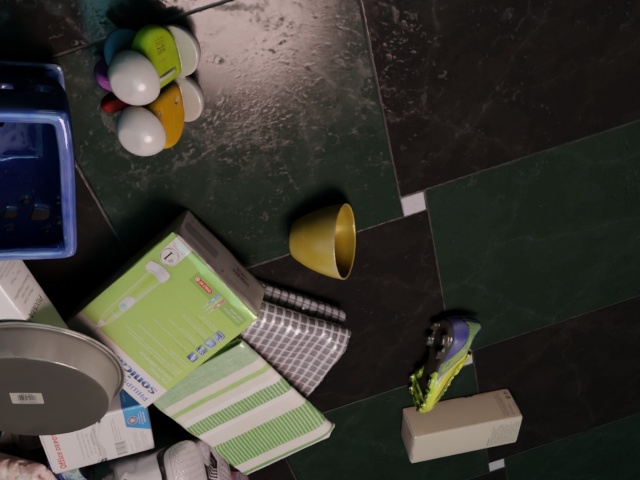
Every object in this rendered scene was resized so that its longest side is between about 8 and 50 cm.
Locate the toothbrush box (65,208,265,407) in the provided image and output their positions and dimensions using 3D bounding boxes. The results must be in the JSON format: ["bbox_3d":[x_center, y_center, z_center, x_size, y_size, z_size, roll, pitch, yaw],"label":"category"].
[{"bbox_3d":[-0.269,0.119,1.264,0.283,0.122,0.206,-40,105,15],"label":"toothbrush box"}]

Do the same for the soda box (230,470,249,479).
[{"bbox_3d":[-0.252,0.680,1.795,0.092,0.083,0.263,9,125,-23],"label":"soda box"}]

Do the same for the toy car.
[{"bbox_3d":[-0.255,-0.222,1.034,0.136,0.159,0.182,17,132,17],"label":"toy car"}]

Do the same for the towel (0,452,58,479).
[{"bbox_3d":[-0.636,0.508,1.471,0.331,0.053,0.317,4,137,18],"label":"towel"}]

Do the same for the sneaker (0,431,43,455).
[{"bbox_3d":[-0.559,0.307,1.405,0.130,0.109,0.286,-3,136,-26],"label":"sneaker"}]

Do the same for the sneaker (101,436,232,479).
[{"bbox_3d":[-0.322,0.493,1.532,0.210,0.138,0.366,-15,164,5],"label":"sneaker"}]

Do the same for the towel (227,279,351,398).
[{"bbox_3d":[-0.105,0.229,1.442,0.234,0.121,0.284,19,121,-27],"label":"towel"}]

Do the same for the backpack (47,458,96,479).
[{"bbox_3d":[-0.515,0.458,1.517,0.084,0.114,0.105,-20,132,1],"label":"backpack"}]

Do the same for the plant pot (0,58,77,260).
[{"bbox_3d":[-0.453,-0.124,0.994,0.235,0.212,0.236,-1,128,-15],"label":"plant pot"}]

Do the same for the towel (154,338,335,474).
[{"bbox_3d":[-0.151,0.334,1.429,0.247,0.038,0.325,-29,124,19],"label":"towel"}]

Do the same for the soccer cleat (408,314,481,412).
[{"bbox_3d":[0.278,0.282,1.615,0.121,0.093,0.289,-4,130,-21],"label":"soccer cleat"}]

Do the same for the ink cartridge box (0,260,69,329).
[{"bbox_3d":[-0.575,0.168,1.171,0.308,0.091,0.385,-15,121,11],"label":"ink cartridge box"}]

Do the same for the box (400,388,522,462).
[{"bbox_3d":[0.339,0.449,1.766,0.274,0.094,0.113,-7,130,-10],"label":"box"}]

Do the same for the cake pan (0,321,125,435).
[{"bbox_3d":[-0.470,0.236,1.184,0.293,0.054,0.293,-3,139,-3],"label":"cake pan"}]

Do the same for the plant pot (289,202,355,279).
[{"bbox_3d":[0.000,0.000,1.293,0.095,0.134,0.134,2,134,19],"label":"plant pot"}]

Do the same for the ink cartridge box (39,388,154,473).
[{"bbox_3d":[-0.423,0.350,1.381,0.190,0.082,0.140,-10,131,-14],"label":"ink cartridge box"}]
